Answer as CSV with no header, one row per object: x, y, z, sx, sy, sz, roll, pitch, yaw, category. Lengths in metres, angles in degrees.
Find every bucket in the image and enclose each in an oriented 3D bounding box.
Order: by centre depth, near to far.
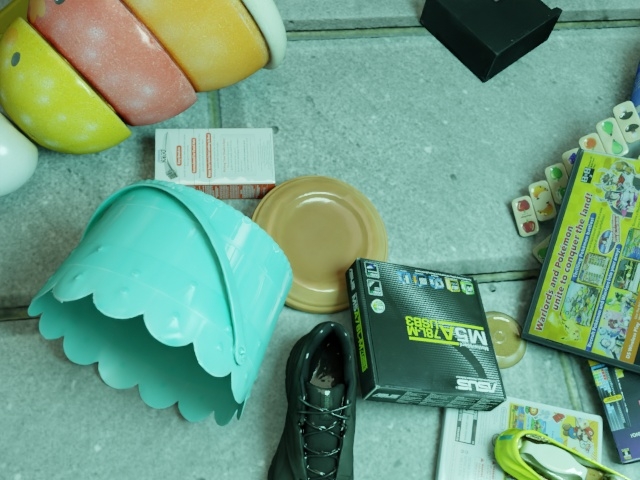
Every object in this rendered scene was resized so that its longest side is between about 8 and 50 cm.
-0.177,0.071,0.964,0.281,0.281,0.183,23,61,5,bucket

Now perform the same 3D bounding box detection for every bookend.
0.273,-0.362,1.322,0.156,0.072,0.157,-36,72,-21,bookend

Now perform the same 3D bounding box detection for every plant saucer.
0.242,0.133,1.111,0.083,0.015,0.083,2,64,-5,plant saucer
0.000,0.000,1.119,0.200,0.037,0.200,4,72,-11,plant saucer

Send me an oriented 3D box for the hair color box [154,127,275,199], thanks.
-0.150,-0.109,1.165,0.167,0.053,0.093,-1,66,-8,hair color box

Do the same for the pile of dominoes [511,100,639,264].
0.397,-0.052,1.133,0.251,0.040,0.196,-43,71,12,pile of dominoes

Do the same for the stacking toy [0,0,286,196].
-0.313,-0.233,1.107,0.350,0.350,0.480,42,83,14,stacking toy

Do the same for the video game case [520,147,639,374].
0.420,0.033,1.057,0.248,0.035,0.275,15,83,28,video game case

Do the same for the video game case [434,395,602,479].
0.246,0.310,1.021,0.206,0.026,0.227,12,63,0,video game case

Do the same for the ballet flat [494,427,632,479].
0.318,0.294,0.979,0.231,0.077,0.077,28,63,7,ballet flat

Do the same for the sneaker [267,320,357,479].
-0.005,0.230,0.975,0.109,0.130,0.286,2,65,-7,sneaker

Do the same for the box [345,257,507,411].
0.132,0.120,1.044,0.191,0.045,0.184,11,50,-23,box

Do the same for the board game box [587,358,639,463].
0.447,0.196,1.042,0.170,0.048,0.141,-20,64,17,board game box

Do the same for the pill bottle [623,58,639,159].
0.554,-0.223,1.242,0.152,0.152,0.272,20,64,3,pill bottle

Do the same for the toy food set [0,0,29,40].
-0.430,-0.313,1.230,0.128,0.071,0.218,16,56,34,toy food set
